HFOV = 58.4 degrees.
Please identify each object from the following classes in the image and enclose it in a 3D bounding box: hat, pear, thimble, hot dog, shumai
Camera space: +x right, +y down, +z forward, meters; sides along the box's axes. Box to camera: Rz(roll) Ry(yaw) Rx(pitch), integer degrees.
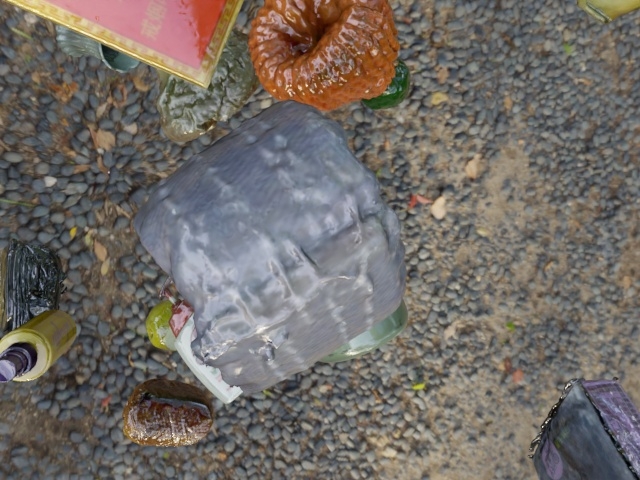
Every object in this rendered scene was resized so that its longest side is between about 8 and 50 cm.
[{"bbox_3d":[0.038,-0.392,1.202,0.285,0.400,0.286,0,90,19],"label":"hat"},{"bbox_3d":[-0.418,0.225,1.565,0.141,0.104,0.141,-41,144,-38],"label":"pear"},{"bbox_3d":[-0.041,0.012,0.473,0.172,0.236,0.205,-34,98,-10],"label":"thimble"},{"bbox_3d":[-0.369,0.419,1.386,0.226,0.099,0.161,24,67,-31],"label":"hot dog"},{"bbox_3d":[-0.308,-0.437,1.410,0.346,0.217,0.283,-42,116,-10],"label":"shumai"}]

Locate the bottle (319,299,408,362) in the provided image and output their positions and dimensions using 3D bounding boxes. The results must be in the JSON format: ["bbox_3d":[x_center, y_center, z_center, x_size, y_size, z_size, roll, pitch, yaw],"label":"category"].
[{"bbox_3d":[0.001,-0.001,0.864,0.168,0.168,0.347,-24,96,-16],"label":"bottle"}]

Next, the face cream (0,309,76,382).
[{"bbox_3d":[-0.437,0.163,0.868,0.078,0.273,0.078,0,92,-12],"label":"face cream"}]

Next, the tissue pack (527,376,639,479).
[{"bbox_3d":[0.473,0.429,0.880,0.121,0.361,0.259,-4,132,-8],"label":"tissue pack"}]

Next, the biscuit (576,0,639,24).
[{"bbox_3d":[0.341,-0.394,0.702,0.335,0.329,0.078,46,54,-60],"label":"biscuit"}]

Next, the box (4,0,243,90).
[{"bbox_3d":[-0.152,-0.209,0.333,0.239,0.074,0.153,18,109,-31],"label":"box"}]

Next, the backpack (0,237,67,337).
[{"bbox_3d":[-0.591,0.135,1.171,0.133,0.206,0.259,8,74,-30],"label":"backpack"}]

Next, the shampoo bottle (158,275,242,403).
[{"bbox_3d":[-0.233,0.189,1.178,0.153,0.071,0.284,-44,89,2],"label":"shampoo bottle"}]

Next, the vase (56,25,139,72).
[{"bbox_3d":[-0.364,-0.323,0.925,0.081,0.148,0.081,-32,132,-44],"label":"vase"}]
